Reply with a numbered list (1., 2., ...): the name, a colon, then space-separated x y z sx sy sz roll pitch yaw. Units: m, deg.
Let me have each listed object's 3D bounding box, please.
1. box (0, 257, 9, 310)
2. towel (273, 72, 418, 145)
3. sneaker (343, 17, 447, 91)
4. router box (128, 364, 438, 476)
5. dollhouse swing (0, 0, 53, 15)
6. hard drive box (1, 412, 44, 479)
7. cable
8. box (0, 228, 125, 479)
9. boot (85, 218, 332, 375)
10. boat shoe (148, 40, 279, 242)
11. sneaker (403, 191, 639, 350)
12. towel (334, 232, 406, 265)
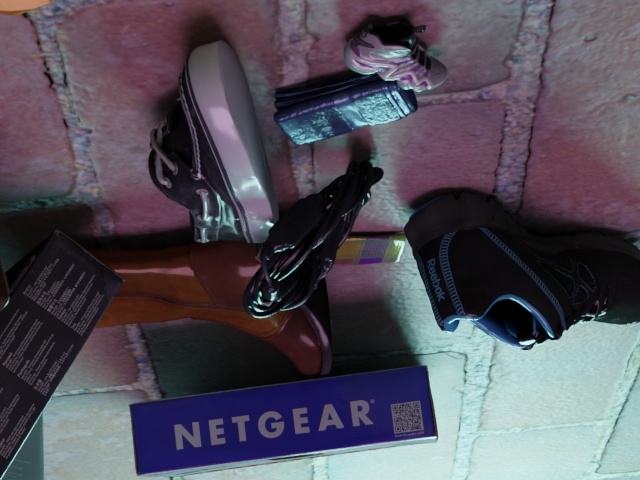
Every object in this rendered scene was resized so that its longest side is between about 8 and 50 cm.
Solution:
1. box: -0.473 0.019 1.374 0.381 0.143 0.191 19 125 -40
2. towel: 0.022 -0.120 1.462 0.119 0.029 0.067 -15 151 14
3. sneaker: 0.075 -0.160 1.386 0.098 0.038 0.069 8 150 -27
4. router box: -0.033 0.215 1.936 0.335 0.082 0.301 -8 172 3
5. dollhouse swing: -0.128 -0.176 0.975 0.347 0.305 0.315 -17 148 2
6. hard drive box: -0.415 0.315 1.979 0.089 0.232 0.181 20 142 -40
7. cable: 0.000 0.000 1.557 0.047 0.184 0.150 35 155 16
8. box: -0.370 0.205 1.577 0.097 0.395 0.318 39 146 -16
9. boot: -0.134 0.080 1.740 0.280 0.096 0.264 -8 153 5
10. boat shoe: -0.102 -0.074 1.451 0.102 0.108 0.301 -9 160 2
11. sneaker: 0.228 0.059 1.731 0.341 0.139 0.125 13 145 -35
12. towel: 0.046 0.009 1.733 0.083 0.009 0.060 -2 152 -9
